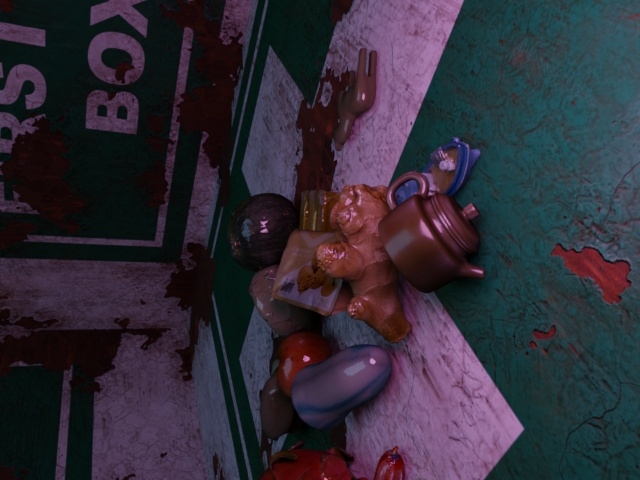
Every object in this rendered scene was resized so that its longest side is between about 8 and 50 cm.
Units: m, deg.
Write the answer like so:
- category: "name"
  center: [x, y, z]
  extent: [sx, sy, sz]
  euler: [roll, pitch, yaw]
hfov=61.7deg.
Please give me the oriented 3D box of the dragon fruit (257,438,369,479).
- category: "dragon fruit"
  center: [0.000, 0.661, 1.415]
  extent: [0.225, 0.306, 0.305]
  euler: [-50, 34, 11]

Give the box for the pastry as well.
- category: "pastry"
  center: [-0.124, 0.204, 1.774]
  extent: [0.133, 0.265, 0.264]
  euler: [-29, 47, 10]

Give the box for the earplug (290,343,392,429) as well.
- category: "earplug"
  center: [0.072, 0.364, 1.391]
  extent: [0.324, 0.185, 0.184]
  euler: [-46, 46, 49]

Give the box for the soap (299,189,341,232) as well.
- category: "soap"
  center: [0.000, 0.000, 1.689]
  extent: [0.199, 0.091, 0.314]
  euler: [-172, 87, -66]

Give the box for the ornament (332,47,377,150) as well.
- category: "ornament"
  center: [0.090, -0.398, 1.563]
  extent: [0.230, 0.061, 0.244]
  euler: [168, 107, -68]

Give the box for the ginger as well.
- category: "ginger"
  center: [0.113, 0.059, 1.210]
  extent: [0.166, 0.236, 0.375]
  euler: [-16, 83, 34]

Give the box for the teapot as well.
- category: "teapot"
  center: [0.228, -0.024, 1.062]
  extent: [0.175, 0.186, 0.267]
  euler: [-36, 70, 21]

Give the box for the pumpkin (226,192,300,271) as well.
- category: "pumpkin"
  center: [-0.207, -0.032, 1.958]
  extent: [0.328, 0.258, 0.291]
  euler: [17, 116, 59]

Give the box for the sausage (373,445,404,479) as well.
- category: "sausage"
  center: [0.153, 0.614, 1.280]
  extent: [0.074, 0.074, 0.273]
  euler: [-146, 61, -63]

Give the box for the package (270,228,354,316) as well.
- category: "package"
  center: [0.031, 0.099, 1.452]
  extent: [0.311, 0.165, 0.221]
  euler: [7, 75, 54]

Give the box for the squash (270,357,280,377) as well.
- category: "squash"
  center: [-0.137, 0.549, 2.008]
  extent: [0.219, 0.041, 0.219]
  euler: [178, 90, -67]

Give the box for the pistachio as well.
- category: "pistachio"
  center: [-0.130, 0.547, 1.814]
  extent: [0.197, 0.166, 0.287]
  euler: [49, 132, 44]

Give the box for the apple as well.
- category: "apple"
  center: [-0.052, 0.385, 1.645]
  extent: [0.209, 0.165, 0.209]
  euler: [-178, 90, -83]

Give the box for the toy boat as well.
- category: "toy boat"
  center: [0.241, -0.137, 1.140]
  extent: [0.238, 0.098, 0.109]
  euler: [131, 133, -54]
